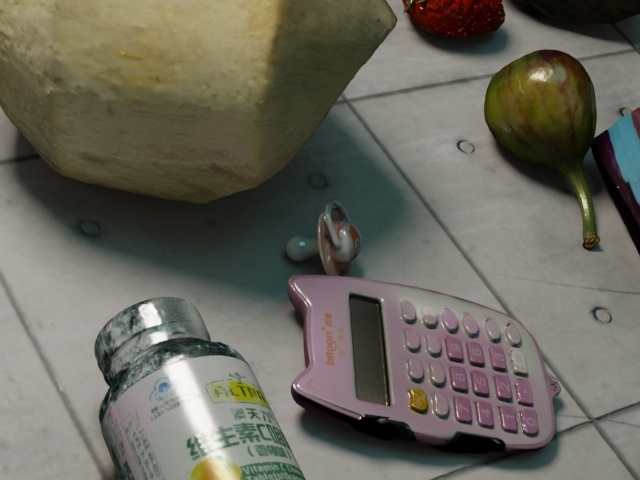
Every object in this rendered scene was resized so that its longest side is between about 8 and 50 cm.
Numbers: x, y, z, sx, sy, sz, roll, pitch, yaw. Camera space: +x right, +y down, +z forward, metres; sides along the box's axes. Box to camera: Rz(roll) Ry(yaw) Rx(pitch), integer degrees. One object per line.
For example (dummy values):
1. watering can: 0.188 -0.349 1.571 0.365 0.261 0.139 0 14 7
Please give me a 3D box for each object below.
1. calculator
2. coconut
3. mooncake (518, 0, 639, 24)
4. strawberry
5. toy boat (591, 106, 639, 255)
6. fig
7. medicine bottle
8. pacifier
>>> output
1. calculator: 0.104 0.127 1.367 0.294 0.043 0.194 12 43 -16
2. coconut: -0.124 -0.228 1.404 0.416 0.344 0.415 0 87 -2
3. mooncake: 0.365 -0.424 1.845 0.290 0.290 0.161 10 51 -13
4. strawberry: 0.170 -0.317 1.791 0.131 0.148 0.131 -16 50 20
5. toy boat: 0.405 -0.005 1.572 0.079 0.136 0.392 -20 51 3
6. fig: 0.288 -0.108 1.629 0.149 0.149 0.245 -16 79 -33
7. medicine bottle: -0.097 0.186 1.148 0.141 0.141 0.293 -8 50 -29
8. pacifier: 0.000 0.000 1.429 0.078 0.081 0.099 -10 4 20
